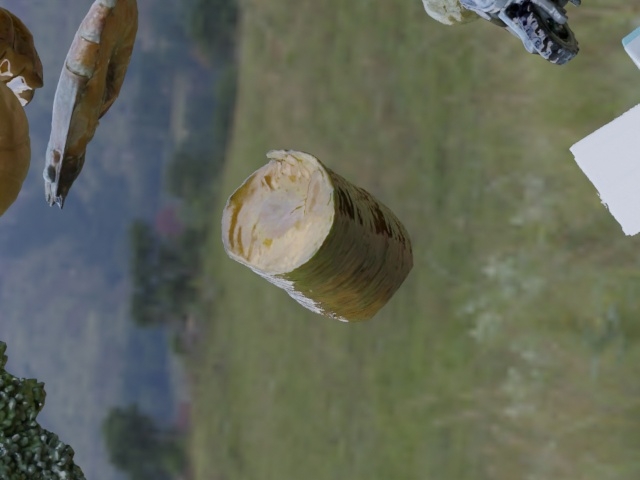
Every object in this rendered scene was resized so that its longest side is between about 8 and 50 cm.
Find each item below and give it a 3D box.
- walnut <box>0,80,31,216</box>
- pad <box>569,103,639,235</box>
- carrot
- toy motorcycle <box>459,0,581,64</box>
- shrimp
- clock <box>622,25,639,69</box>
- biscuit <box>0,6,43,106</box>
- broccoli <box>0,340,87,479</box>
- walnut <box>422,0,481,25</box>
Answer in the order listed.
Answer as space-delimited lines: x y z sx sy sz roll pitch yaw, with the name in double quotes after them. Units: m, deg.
-0.383 -0.090 1.842 0.226 0.193 0.193 -163 77 -68 "walnut"
0.385 -0.109 1.946 0.004 0.232 0.156 53 -172 -46 "pad"
0.000 0.000 1.531 0.302 0.114 0.114 35 -121 -73 "carrot"
0.219 -0.305 2.120 0.106 0.159 0.270 -47 28 30 "toy motorcycle"
-0.311 -0.196 2.566 0.164 0.062 0.316 8 -80 -71 "shrimp"
0.534 -0.227 2.253 0.231 0.262 0.116 43 -164 -37 "clock"
-0.498 -0.223 2.249 0.325 0.326 0.107 91 173 -69 "biscuit"
-0.374 0.333 1.769 0.397 0.275 0.353 -33 25 38 "broccoli"
0.163 -0.297 2.228 0.092 0.092 0.092 5 -90 -89 "walnut"
